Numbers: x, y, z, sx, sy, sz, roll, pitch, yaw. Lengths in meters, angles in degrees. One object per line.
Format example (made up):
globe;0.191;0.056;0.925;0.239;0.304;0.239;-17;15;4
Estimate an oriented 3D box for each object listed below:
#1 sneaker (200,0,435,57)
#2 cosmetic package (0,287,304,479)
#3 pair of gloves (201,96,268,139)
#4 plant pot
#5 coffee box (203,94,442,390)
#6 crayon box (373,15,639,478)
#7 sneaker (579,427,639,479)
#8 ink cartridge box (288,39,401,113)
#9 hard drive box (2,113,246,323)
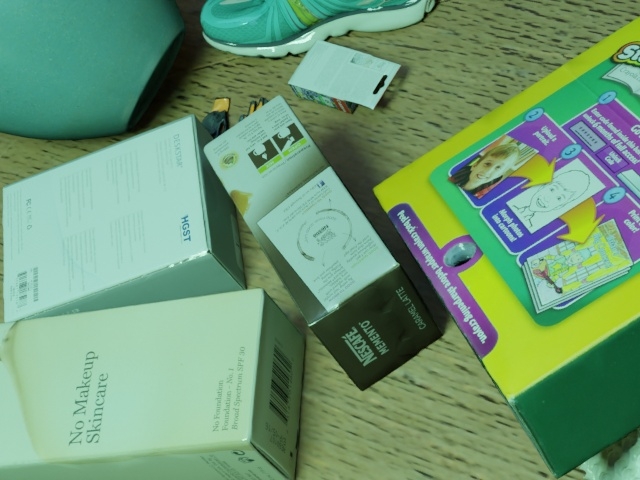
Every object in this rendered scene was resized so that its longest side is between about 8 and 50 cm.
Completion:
sneaker;-0.010;-0.280;1.523;0.275;0.110;0.107;-12;56;19
cosmetic package;-0.179;0.154;1.330;0.309;0.113;0.160;-9;57;19
pair of gloves;-0.095;-0.126;1.529;0.083;0.010;0.074;2;61;27
plant pot;-0.264;-0.223;1.533;0.195;0.290;0.290;29;72;-3
coffee box;0.000;0.000;1.324;0.098;0.141;0.246;-34;52;1
crayon box;0.243;-0.017;1.174;0.313;0.106;0.363;-32;31;3
sneaker;0.312;0.187;1.093;0.293;0.146;0.102;-123;43;-60
ink cartridge box;0.029;-0.170;1.487;0.115;0.029;0.063;22;71;32
hard drive box;-0.208;-0.003;1.455;0.232;0.089;0.181;-19;54;14
